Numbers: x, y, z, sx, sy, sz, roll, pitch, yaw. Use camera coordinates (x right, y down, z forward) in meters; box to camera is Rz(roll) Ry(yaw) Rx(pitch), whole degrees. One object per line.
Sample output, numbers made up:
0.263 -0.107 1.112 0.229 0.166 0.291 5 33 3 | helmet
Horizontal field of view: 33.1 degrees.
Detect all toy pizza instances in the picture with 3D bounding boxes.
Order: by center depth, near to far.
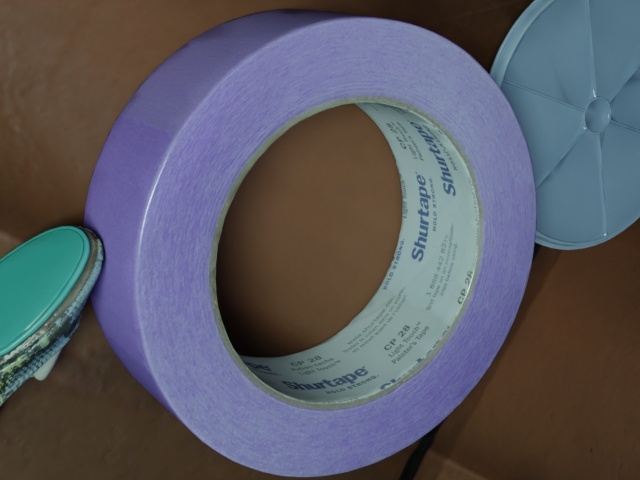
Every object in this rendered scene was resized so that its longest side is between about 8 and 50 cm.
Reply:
0.191 -0.093 0.784 0.201 0.032 0.201 -8 107 -29 | toy pizza

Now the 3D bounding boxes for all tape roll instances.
0.000 0.000 0.660 0.274 0.090 0.275 -9 108 -28 | tape roll

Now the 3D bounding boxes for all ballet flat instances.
-0.186 0.070 0.592 0.188 0.070 0.070 -43 121 -12 | ballet flat
